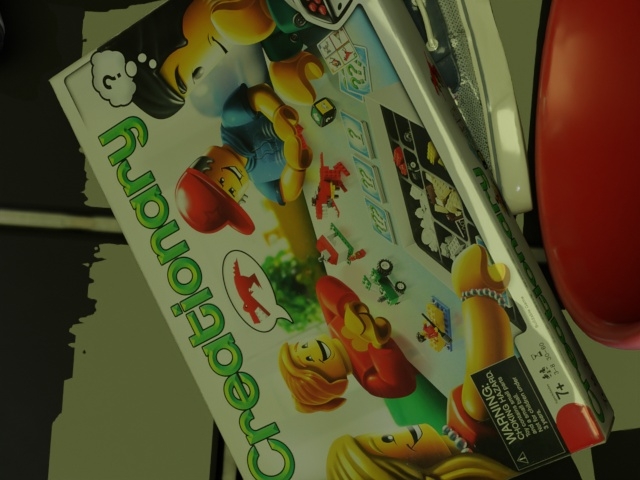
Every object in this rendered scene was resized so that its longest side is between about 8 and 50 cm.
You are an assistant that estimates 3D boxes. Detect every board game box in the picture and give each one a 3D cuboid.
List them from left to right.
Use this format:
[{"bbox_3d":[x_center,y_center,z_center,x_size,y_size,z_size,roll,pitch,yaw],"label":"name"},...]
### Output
[{"bbox_3d":[0.000,0.000,0.566,0.193,0.053,0.305,-28,86,22],"label":"board game box"}]

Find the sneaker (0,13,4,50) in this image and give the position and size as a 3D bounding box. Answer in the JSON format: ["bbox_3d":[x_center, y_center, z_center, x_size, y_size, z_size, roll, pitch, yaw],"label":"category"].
[{"bbox_3d":[-0.325,-0.146,0.609,0.283,0.107,0.124,-10,73,0],"label":"sneaker"}]

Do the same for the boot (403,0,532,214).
[{"bbox_3d":[0.061,-0.099,0.593,0.086,0.069,0.190,-14,80,11],"label":"boot"}]

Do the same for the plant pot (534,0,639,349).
[{"bbox_3d":[0.259,-0.075,0.488,0.243,0.275,0.275,6,89,-6],"label":"plant pot"}]
